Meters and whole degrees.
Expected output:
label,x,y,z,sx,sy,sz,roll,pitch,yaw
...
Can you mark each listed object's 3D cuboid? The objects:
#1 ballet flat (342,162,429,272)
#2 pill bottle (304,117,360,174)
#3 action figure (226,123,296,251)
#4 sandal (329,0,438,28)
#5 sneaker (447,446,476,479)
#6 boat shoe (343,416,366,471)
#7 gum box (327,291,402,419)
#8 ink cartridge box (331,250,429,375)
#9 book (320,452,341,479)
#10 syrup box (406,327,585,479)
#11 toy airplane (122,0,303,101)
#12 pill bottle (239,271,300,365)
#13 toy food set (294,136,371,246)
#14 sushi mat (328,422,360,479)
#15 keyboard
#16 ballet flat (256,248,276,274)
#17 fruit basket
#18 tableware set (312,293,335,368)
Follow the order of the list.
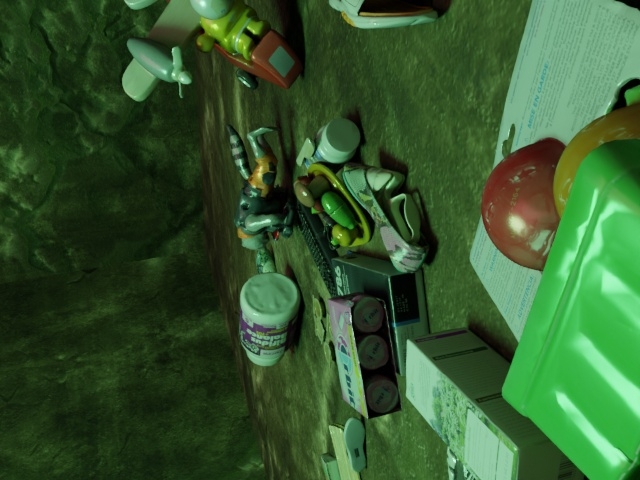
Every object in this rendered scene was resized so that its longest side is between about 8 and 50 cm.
label,x,y,z,sx,sy,sz,roll,pitch,yaw
ballet flat,0.108,-0.055,0.903,0.079,0.077,0.221,-55,50,42
pill bottle,0.022,-0.170,1.085,0.137,0.078,0.078,143,116,-71
action figure,-0.167,-0.134,1.548,0.341,0.179,0.329,-137,50,-73
sandal,0.068,-0.344,0.799,0.265,0.102,0.076,-122,25,-56
sneaker,0.211,0.359,0.767,0.106,0.078,0.234,-136,41,-67
boat shoe,0.074,0.452,1.319,0.040,0.049,0.142,-138,39,-65
gum box,0.068,0.174,0.944,0.107,0.062,0.188,-175,75,-72
ink cartridge box,0.089,0.115,1.057,0.333,0.065,0.165,-169,69,-73
book,0.035,0.660,1.595,0.096,0.035,0.144,148,109,-76
syrup box,0.195,0.201,0.699,0.237,0.097,0.093,-136,41,-63
toy airplane,-0.240,-0.500,1.230,0.272,0.385,0.385,-148,51,-81
pill bottle,-0.154,0.243,1.729,0.301,0.170,0.169,99,155,-49
toy food set,0.001,-0.067,1.082,0.217,0.071,0.128,55,161,-3
sushi mat,0.078,0.614,1.446,0.151,0.019,0.316,143,116,-72
keyboard,0.000,0.000,1.335,0.201,0.033,0.317,97,156,-42
ballet flat,-0.170,0.110,1.918,0.070,0.070,0.188,-118,23,-46
fruit basket,0.224,-0.008,0.469,0.353,0.166,0.326,-96,8,-55
tableware set,0.009,0.219,1.444,0.168,0.020,0.141,-125,30,-54
